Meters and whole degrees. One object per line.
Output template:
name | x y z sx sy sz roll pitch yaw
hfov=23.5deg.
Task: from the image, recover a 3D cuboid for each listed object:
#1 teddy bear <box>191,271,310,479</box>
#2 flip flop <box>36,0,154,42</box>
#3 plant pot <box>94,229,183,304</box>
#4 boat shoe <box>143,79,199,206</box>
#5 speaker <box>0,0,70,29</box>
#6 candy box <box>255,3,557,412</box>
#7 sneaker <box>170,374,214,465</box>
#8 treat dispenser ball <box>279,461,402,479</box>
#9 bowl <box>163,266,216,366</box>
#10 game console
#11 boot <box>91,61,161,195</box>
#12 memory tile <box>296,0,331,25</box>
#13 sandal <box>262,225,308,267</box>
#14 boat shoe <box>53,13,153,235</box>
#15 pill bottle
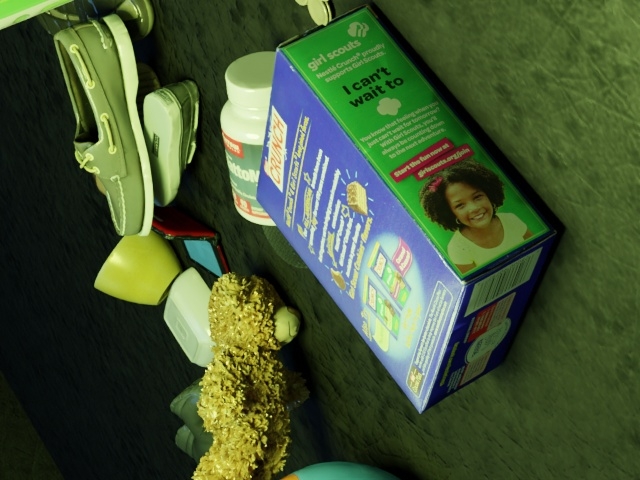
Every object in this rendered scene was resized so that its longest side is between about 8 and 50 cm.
teddy bear | -0.084 0.211 2.029 0.113 0.338 0.245 -5 150 31
flip flop | -0.315 -0.336 2.111 0.277 0.080 0.112 16 130 40
plant pot | -0.269 0.045 2.366 0.095 0.134 0.134 35 153 4
boat shoe | -0.198 -0.129 2.079 0.078 0.070 0.219 46 148 20
speaker | -0.369 -0.344 1.919 0.131 0.296 0.131 46 152 34
candy box | 0.072 -0.029 1.552 0.317 0.122 0.268 52 156 23
sneaker | -0.159 0.296 2.431 0.130 0.109 0.286 47 162 20
treat dispenser ball | 0.025 0.420 1.912 0.288 0.288 0.288 46 152 34
bowl | -0.192 0.127 2.361 0.142 0.053 0.142 56 157 14
game console | -0.204 0.008 2.226 0.144 0.124 0.085 28 113 53
boot | -0.301 -0.187 2.218 0.207 0.090 0.248 -123 35 -45
memory tile | -0.027 -0.302 1.609 0.148 0.012 0.113 51 154 29
sandal | 0.000 0.000 1.851 0.179 0.040 0.067 10 130 45
boat shoe | -0.286 -0.143 2.042 0.109 0.091 0.305 31 132 59
pill bottle | -0.057 -0.117 1.745 0.108 0.108 0.180 39 147 44
